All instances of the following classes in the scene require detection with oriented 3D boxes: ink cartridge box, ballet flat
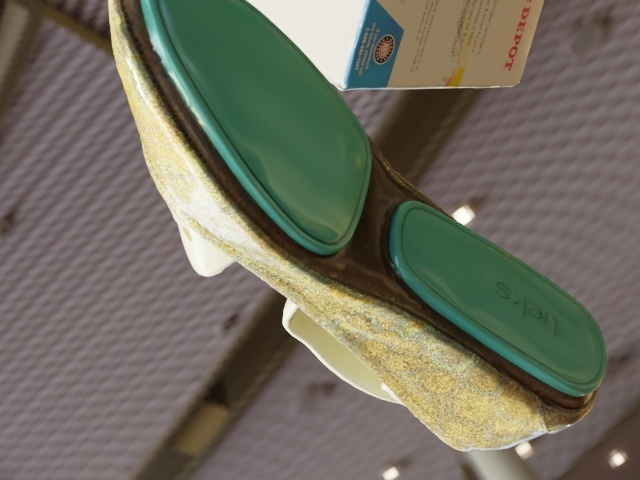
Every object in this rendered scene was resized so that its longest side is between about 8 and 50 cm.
[{"bbox_3d":[0.072,-0.243,1.614,0.233,0.168,0.171,-4,-61,-44],"label":"ink cartridge box"},{"bbox_3d":[0.000,0.000,0.931,0.348,0.123,0.123,39,-71,-23],"label":"ballet flat"}]
